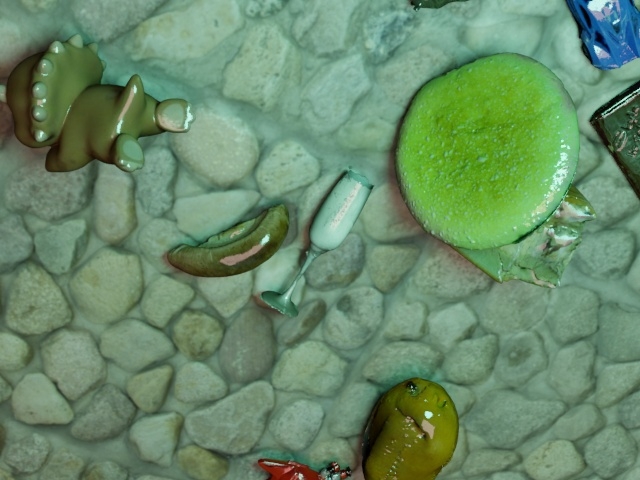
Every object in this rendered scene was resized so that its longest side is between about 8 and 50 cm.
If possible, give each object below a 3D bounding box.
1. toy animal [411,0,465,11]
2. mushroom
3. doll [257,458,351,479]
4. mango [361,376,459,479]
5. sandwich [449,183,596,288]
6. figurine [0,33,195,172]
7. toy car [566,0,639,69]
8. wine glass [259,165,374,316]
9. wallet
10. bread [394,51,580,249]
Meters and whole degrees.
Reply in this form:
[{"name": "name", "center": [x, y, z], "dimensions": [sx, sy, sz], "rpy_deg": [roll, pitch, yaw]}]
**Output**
[{"name": "toy animal", "center": [0.171, -0.368, 1.411], "dimensions": [0.135, 0.047, 0.065], "rpy_deg": [-12, 122, -4]}, {"name": "mushroom", "center": [-0.138, 0.015, 1.541], "dimensions": [0.209, 0.094, 0.072], "rpy_deg": [-24, 110, 2]}, {"name": "doll", "center": [-0.029, 0.434, 1.749], "dimensions": [0.169, 0.057, 0.109], "rpy_deg": [1, 112, -3]}, {"name": "mango", "center": [0.158, 0.349, 1.676], "dimensions": [0.151, 0.156, 0.249], "rpy_deg": [-7, 122, -41]}, {"name": "sandwich", "center": [0.268, -0.042, 1.478], "dimensions": [0.227, 0.198, 0.155], "rpy_deg": [15, 113, -10]}, {"name": "figurine", "center": [-0.337, -0.200, 1.373], "dimensions": [0.247, 0.177, 0.173], "rpy_deg": [10, 133, 41]}, {"name": "toy car", "center": [0.412, -0.350, 1.424], "dimensions": [0.103, 0.063, 0.216], "rpy_deg": [-27, 113, 9]}, {"name": "wine glass", "center": [0.000, 0.000, 1.553], "dimensions": [0.074, 0.074, 0.262], "rpy_deg": [28, 107, -15]}, {"name": "wallet", "center": [0.531, -0.139, 1.543], "dimensions": [0.122, 0.031, 0.232], "rpy_deg": [-34, 111, 13]}, {"name": "bread", "center": [0.230, -0.127, 1.410], "dimensions": [0.045, 0.301, 0.301], "rpy_deg": [13, 119, -52]}]
